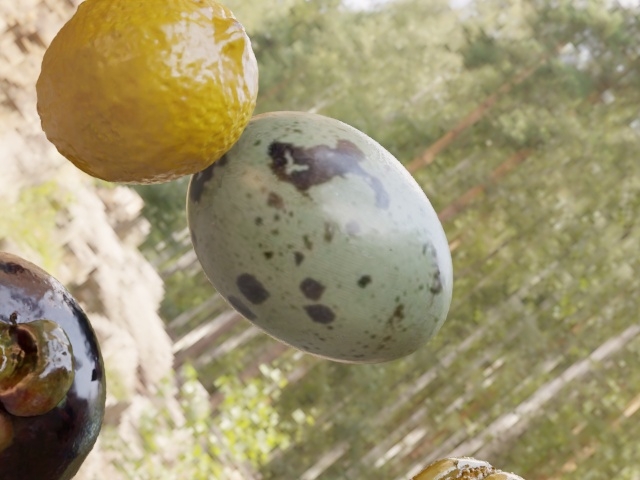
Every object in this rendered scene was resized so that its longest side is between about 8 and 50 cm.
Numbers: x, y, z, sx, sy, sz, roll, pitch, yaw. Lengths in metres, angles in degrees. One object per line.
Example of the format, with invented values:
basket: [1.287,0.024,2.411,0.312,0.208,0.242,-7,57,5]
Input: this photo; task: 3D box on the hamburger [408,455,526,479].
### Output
hamburger: [0.134,0.309,1.308,0.182,0.190,0.118,8,6,-41]

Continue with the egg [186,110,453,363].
egg: [0.000,0.000,1.722,0.379,0.287,0.287,47,-13,0]

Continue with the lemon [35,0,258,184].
lemon: [-0.130,-0.109,0.953,0.187,0.142,0.142,-15,-60,29]

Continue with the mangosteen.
mangosteen: [-0.340,0.139,1.287,0.288,0.288,0.288,48,-14,16]
